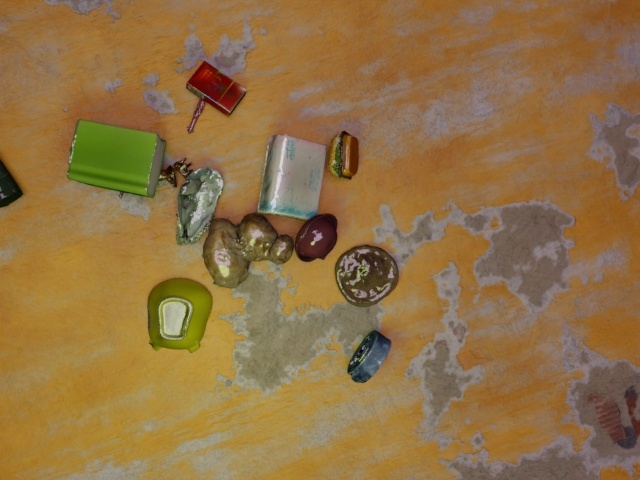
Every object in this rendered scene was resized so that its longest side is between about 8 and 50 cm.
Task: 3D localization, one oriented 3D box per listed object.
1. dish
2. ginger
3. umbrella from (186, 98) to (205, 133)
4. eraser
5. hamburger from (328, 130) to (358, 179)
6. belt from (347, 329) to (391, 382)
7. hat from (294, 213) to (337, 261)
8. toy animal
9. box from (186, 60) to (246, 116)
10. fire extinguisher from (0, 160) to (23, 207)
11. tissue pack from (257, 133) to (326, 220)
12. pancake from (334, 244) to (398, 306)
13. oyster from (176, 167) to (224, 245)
[{"bbox_3d":[-0.492,0.263,1.688,0.221,0.108,0.262,8,90,-7],"label":"dish"},{"bbox_3d":[-0.248,0.018,1.685,0.304,0.155,0.244,-21,78,-1],"label":"ginger"},{"bbox_3d":[-0.426,-0.448,1.721,0.027,0.025,0.165,22,90,-25],"label":"umbrella"},{"bbox_3d":[-0.661,-0.264,1.606,0.275,0.092,0.209,10,86,3],"label":"eraser"},{"bbox_3d":[0.075,-0.300,1.740,0.087,0.137,0.165,4,89,24],"label":"hamburger"},{"bbox_3d":[0.168,0.414,1.761,0.082,0.141,0.190,35,90,-6],"label":"belt"},{"bbox_3d":[0.000,0.000,1.703,0.089,0.205,0.205,35,86,30],"label":"hat"},{"bbox_3d":[-0.589,-0.251,1.674,0.260,0.087,0.243,-35,97,-2],"label":"toy animal"},{"bbox_3d":[-0.357,-0.520,1.702,0.175,0.048,0.112,33,72,-7],"label":"box"},{"bbox_3d":[-1.094,-0.263,1.606,0.114,0.095,0.311,-39,99,-43],"label":"fire extinguisher"},{"bbox_3d":[-0.094,-0.211,1.699,0.202,0.124,0.270,8,90,-34],"label":"tissue pack"},{"bbox_3d":[0.168,0.132,1.799,0.242,0.050,0.241,0,92,-6],"label":"pancake"},{"bbox_3d":[-0.416,-0.116,1.698,0.200,0.087,0.251,-19,112,-26],"label":"oyster"}]
